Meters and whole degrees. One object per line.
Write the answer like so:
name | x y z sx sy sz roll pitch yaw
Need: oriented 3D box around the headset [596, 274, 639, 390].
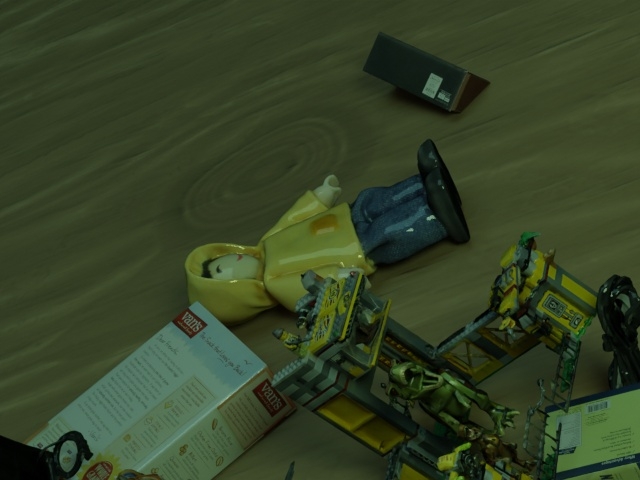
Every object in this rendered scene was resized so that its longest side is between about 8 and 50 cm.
headset | 0.408 0.032 1.351 0.394 0.185 0.243 -10 32 7

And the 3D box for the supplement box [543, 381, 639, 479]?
supplement box | 0.219 0.165 1.365 0.083 0.056 0.083 -18 36 22

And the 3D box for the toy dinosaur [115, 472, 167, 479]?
toy dinosaur | -0.025 0.283 1.191 0.322 0.164 0.218 21 22 8

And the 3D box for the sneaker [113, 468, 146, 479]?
sneaker | -0.124 0.313 1.442 0.131 0.112 0.296 -51 32 3

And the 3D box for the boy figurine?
boy figurine | 0.000 0.000 1.737 0.285 0.092 0.177 -21 37 12

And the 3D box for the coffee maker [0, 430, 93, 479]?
coffee maker | -0.331 0.199 1.572 0.171 0.178 0.120 -55 37 5

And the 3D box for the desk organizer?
desk organizer | 0.114 -0.177 1.905 0.130 0.050 0.047 30 100 38

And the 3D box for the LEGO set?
LEGO set | 0.061 0.124 1.368 0.255 0.192 0.331 -34 28 50

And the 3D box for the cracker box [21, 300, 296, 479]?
cracker box | -0.156 0.177 1.655 0.232 0.067 0.155 -40 34 -9
